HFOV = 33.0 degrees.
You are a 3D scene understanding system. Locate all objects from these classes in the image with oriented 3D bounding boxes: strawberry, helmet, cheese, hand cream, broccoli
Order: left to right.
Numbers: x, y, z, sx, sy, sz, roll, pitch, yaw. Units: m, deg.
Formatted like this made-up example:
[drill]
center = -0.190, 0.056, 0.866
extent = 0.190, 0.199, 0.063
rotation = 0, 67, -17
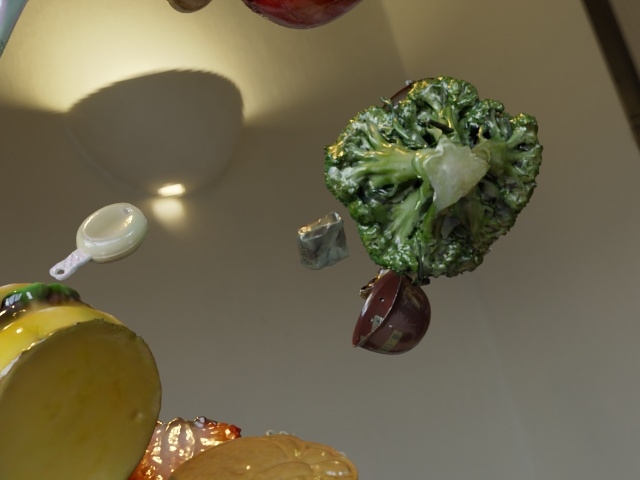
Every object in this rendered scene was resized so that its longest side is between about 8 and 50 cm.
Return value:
[hand cream]
center = -0.576, -0.380, 1.925
extent = 0.049, 0.205, 0.078
rotation = -2, -26, 39
[cheese]
center = -0.455, 0.009, 2.200
extent = 0.227, 0.137, 0.064
rotation = -42, -42, -31
[strawberry]
center = -0.271, 0.492, 2.146
extent = 0.265, 0.149, 0.336
rotation = -9, 26, -1
[helmet]
center = 0.139, 0.128, 1.856
extent = 0.106, 0.155, 0.175
rotation = 25, -58, -8
[broccoli]
center = 0.171, -0.102, 1.612
extent = 0.321, 0.303, 0.283
rotation = -51, 2, -3

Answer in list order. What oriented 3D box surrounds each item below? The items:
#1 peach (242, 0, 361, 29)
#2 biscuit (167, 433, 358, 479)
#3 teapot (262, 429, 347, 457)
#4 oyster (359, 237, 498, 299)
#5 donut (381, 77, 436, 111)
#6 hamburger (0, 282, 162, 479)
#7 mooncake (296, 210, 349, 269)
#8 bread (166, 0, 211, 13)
[peach]
center = -0.035, -0.604, 2.139
extent = 0.369, 0.370, 0.370
rotation = -14, -18, -5
[biscuit]
center = -0.094, 0.434, 1.891
extent = 0.351, 0.057, 0.312
rotation = 10, 25, 29
[teapot]
center = -0.040, 0.431, 2.123
extent = 0.200, 0.107, 0.077
rotation = 16, -30, -40
[oyster]
center = 0.219, 0.036, 2.168
extent = 0.344, 0.079, 0.129
rotation = -23, -17, -19
[donut]
center = 0.206, -0.146, 2.146
extent = 0.259, 0.345, 0.136
rotation = -39, -27, 10
[hamburger]
center = -0.481, 0.257, 1.830
extent = 0.277, 0.396, 0.395
rotation = 19, 9, 41
[mooncake]
center = 0.000, 0.000, 2.673
extent = 0.129, 0.073, 0.125
rotation = -25, -54, -22
[bread]
center = -0.248, -0.512, 2.093
extent = 0.134, 0.085, 0.173
rotation = -54, -9, -2
